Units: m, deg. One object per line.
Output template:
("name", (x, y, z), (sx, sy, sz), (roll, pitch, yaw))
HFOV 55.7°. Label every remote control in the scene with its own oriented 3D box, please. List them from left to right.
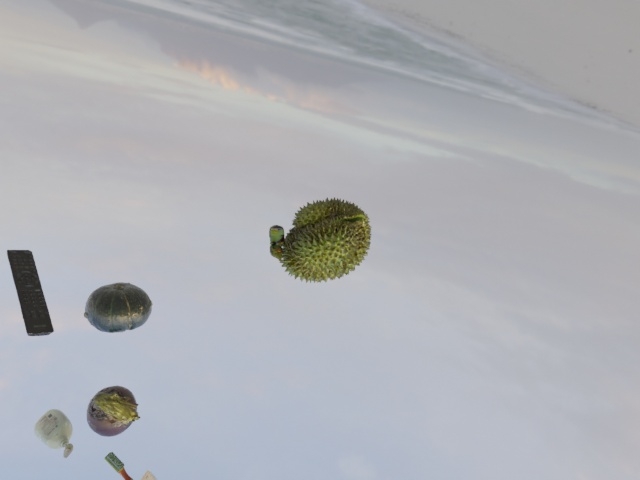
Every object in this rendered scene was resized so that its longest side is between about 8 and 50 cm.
("remote control", (-0.683, 0.118, 1.415), (0.063, 0.025, 0.245), (8, -135, -48))

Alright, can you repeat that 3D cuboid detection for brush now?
("brush", (-0.423, 0.485, 1.285), (0.083, 0.021, 0.019), (52, -143, -5))

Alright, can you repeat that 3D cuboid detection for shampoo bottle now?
("shampoo bottle", (-0.610, 0.451, 1.408), (0.152, 0.045, 0.077), (14, -125, 47))

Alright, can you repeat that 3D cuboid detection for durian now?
("durian", (0.012, 0.008, 1.182), (0.198, 0.146, 0.159), (-40, -124, -18))

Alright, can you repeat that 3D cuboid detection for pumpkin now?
("pumpkin", (-0.603, 0.201, 1.805), (0.190, 0.146, 0.190), (16, -175, -1))

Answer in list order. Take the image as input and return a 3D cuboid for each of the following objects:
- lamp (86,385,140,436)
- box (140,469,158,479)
("lamp", (-0.647, 0.518, 1.861), (0.156, 0.157, 0.135), (53, 175, 38))
("box", (-0.298, 0.424, 0.980), (0.015, 0.093, 0.058), (43, 160, -22))
